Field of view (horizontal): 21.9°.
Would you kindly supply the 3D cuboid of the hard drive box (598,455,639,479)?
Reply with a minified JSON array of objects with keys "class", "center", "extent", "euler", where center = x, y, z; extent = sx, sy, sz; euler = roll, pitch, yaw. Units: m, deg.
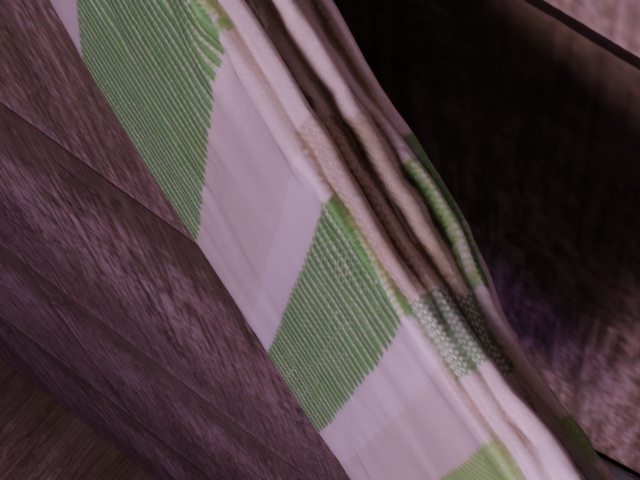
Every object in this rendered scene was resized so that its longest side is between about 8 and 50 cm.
[{"class":"hard drive box","center":[0.157,0.200,0.793],"extent":[0.181,0.089,0.232],"euler":[28,161,40]}]

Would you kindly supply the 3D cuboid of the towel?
[{"class":"towel","center":[0.000,0.000,0.502],"extent":[0.324,0.038,0.248],"euler":[56,167,8]}]
